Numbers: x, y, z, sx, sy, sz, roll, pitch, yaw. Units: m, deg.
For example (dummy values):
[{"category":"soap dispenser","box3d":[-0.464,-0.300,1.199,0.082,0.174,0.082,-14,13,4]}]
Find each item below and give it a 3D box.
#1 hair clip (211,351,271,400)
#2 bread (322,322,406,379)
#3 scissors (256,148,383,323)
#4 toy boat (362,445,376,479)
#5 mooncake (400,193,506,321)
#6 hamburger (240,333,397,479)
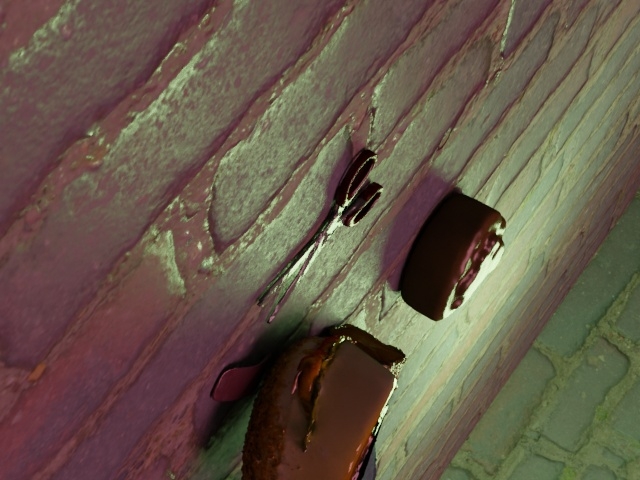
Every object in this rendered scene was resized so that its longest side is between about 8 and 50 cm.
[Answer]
[{"category":"hair clip","box3d":[-0.098,0.181,1.528,0.137,0.022,0.054,-12,129,-66]},{"category":"bread","box3d":[0.062,0.187,1.783,0.069,0.128,0.140,-67,162,13]},{"category":"scissors","box3d":[0.000,0.000,1.498,0.248,0.017,0.144,-52,160,-13]},{"category":"toy boat","box3d":[-0.005,0.460,2.135,0.215,0.123,0.330,-36,140,-40]},{"category":"mooncake","box3d":[0.237,0.034,2.014,0.235,0.117,0.235,-53,162,-24]},{"category":"hamburger","box3d":[-0.012,0.266,1.609,0.276,0.179,0.294,-39,148,-73]}]
